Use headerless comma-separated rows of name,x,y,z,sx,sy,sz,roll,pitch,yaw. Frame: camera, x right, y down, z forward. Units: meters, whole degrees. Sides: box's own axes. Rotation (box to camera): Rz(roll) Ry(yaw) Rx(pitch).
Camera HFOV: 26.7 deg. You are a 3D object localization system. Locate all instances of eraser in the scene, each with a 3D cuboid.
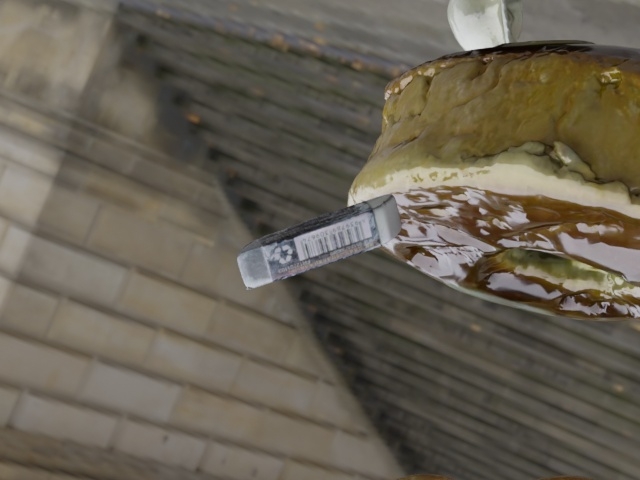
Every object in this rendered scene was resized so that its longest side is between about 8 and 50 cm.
eraser,0.000,0.000,0.771,0.099,0.027,0.019,-19,-157,-8

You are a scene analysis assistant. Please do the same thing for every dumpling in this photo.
dumpling,0.222,-0.305,1.789,0.100,0.169,0.134,-5,175,-1

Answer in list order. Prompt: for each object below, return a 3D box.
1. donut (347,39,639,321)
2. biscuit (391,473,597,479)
donut,0.190,-0.037,0.921,0.330,0.160,0.330,18,165,5
biscuit,0.075,0.268,1.113,0.355,0.052,0.275,-14,141,15
